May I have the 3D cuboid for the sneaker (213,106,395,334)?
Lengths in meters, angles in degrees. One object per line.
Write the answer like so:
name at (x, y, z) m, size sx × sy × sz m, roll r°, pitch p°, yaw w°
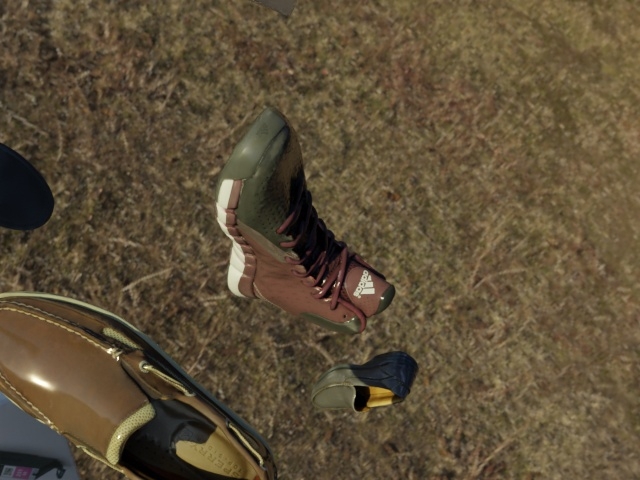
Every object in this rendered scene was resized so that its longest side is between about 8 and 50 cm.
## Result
sneaker at (0.000, 0.000, 0.656) m, size 0.162 × 0.281 × 0.106 m, roll 27°, pitch 67°, yaw 9°

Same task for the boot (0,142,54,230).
boot at (-0.471, -0.095, 0.964) m, size 0.263 × 0.229 × 0.091 m, roll 31°, pitch 80°, yaw -13°

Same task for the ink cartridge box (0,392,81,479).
ink cartridge box at (-0.391, 0.283, 0.789) m, size 0.239 × 0.275 × 0.060 m, roll -22°, pitch 40°, yaw -27°

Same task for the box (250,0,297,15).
box at (-0.041, -0.225, 0.268) m, size 0.126 × 0.232 × 0.148 m, roll 29°, pitch 17°, yaw 13°

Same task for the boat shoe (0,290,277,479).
boat shoe at (-0.137, 0.119, 0.522) m, size 0.257 × 0.095 × 0.095 m, roll 31°, pitch -6°, yaw -11°

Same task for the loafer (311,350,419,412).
loafer at (0.049, 0.197, 0.948) m, size 0.062 × 0.170 × 0.061 m, roll 45°, pitch 39°, yaw -20°
